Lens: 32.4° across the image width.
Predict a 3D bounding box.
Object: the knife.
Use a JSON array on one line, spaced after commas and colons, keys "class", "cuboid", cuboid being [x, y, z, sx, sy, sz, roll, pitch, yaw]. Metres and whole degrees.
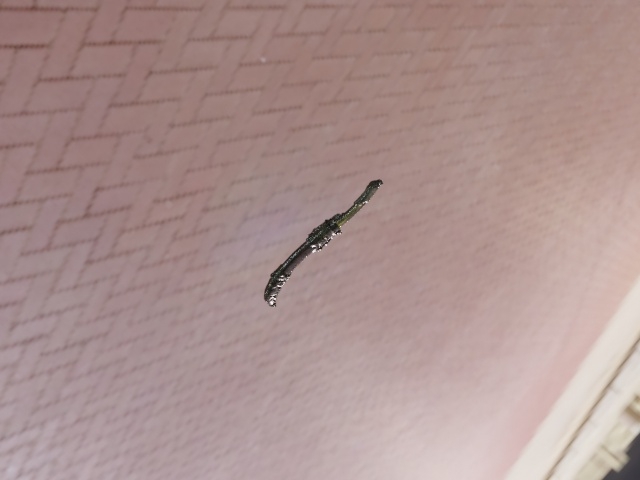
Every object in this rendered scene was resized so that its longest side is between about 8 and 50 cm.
[{"class": "knife", "cuboid": [-0.004, -0.002, 1.409, 0.222, 0.021, 0.045, -48, 136, 11]}]
